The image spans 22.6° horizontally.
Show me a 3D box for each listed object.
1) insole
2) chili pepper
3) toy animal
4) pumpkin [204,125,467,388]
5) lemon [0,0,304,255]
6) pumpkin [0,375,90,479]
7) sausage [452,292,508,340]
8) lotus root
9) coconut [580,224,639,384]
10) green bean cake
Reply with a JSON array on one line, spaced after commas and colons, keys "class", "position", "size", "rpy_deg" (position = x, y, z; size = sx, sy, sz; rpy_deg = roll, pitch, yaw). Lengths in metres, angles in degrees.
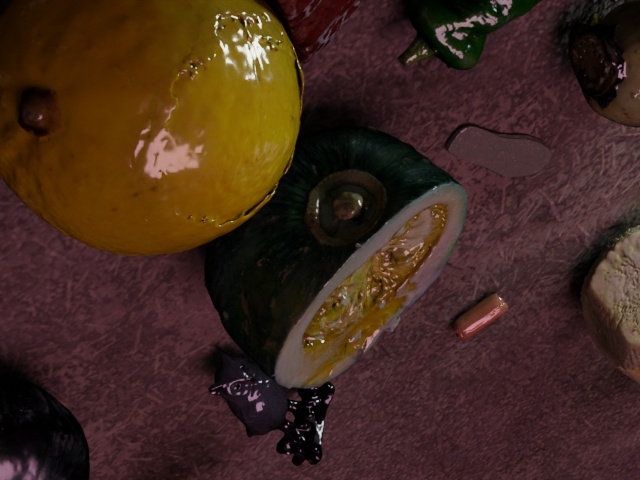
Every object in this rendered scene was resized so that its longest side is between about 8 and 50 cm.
[{"class": "insole", "position": [0.223, -0.111, 1.997], "size": [0.192, 0.010, 0.063], "rpy_deg": [12, 121, -46]}, {"class": "chili pepper", "position": [0.187, -0.280, 1.708], "size": [0.270, 0.099, 0.136], "rpy_deg": [-46, 169, 3]}, {"class": "toy animal", "position": [-0.084, 0.196, 2.041], "size": [0.117, 0.121, 0.210], "rpy_deg": [-9, 145, 43]}, {"class": "pumpkin", "position": [0.000, 0.000, 1.778], "size": [0.293, 0.197, 0.263], "rpy_deg": [-42, 155, -6]}, {"class": "lemon", "position": [-0.156, -0.124, 1.427], "size": [0.297, 0.297, 0.297], "rpy_deg": [-23, 142, -19]}, {"class": "pumpkin", "position": [-0.372, 0.258, 1.771], "size": [0.233, 0.163, 0.233], "rpy_deg": [-23, 140, -21]}, {"class": "sausage", "position": [0.221, 0.106, 2.217], "size": [0.083, 0.034, 0.034], "rpy_deg": [-36, 145, 0]}, {"class": "lotus root", "position": [0.436, -0.231, 1.931], "size": [0.309, 0.173, 0.173], "rpy_deg": [-19, 141, -35]}, {"class": "coconut", "position": [0.508, 0.103, 2.298], "size": [0.239, 0.239, 0.244], "rpy_deg": [-44, 145, 10]}, {"class": "green bean cake", "position": [-0.010, -0.266, 1.484], "size": [0.198, 0.097, 0.233], "rpy_deg": [-50, 171, 12]}]
